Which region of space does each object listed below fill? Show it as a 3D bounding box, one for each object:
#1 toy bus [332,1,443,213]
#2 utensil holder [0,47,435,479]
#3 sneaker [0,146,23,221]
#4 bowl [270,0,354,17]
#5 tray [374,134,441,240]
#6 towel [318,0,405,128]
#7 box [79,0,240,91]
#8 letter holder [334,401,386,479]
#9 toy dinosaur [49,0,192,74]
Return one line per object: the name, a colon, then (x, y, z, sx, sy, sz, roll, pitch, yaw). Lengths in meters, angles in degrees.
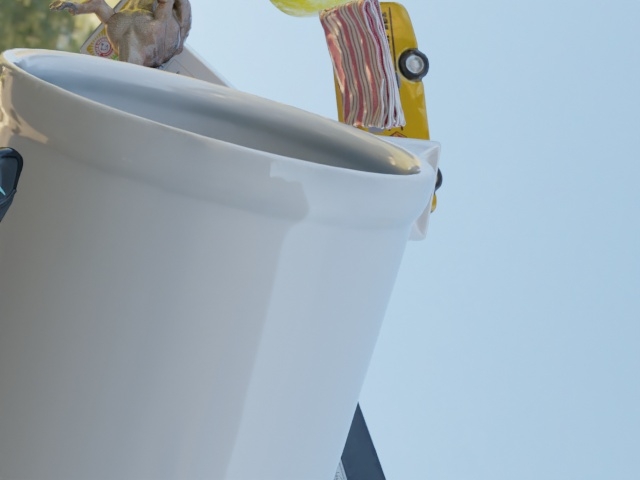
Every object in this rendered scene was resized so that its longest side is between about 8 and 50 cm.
toy bus: (0.098, -0.195, 2.170, 0.108, 0.130, 0.332, 147, -62, -73)
utensil holder: (-0.120, 0.085, 1.053, 0.327, 0.328, 0.385, 34, -68, 60)
sneaker: (-0.291, -0.082, 0.804, 0.106, 0.267, 0.101, -53, -156, -13)
bowl: (0.033, -0.508, 2.321, 0.156, 0.289, 0.289, 12, -88, 38)
tray: (0.059, -0.074, 1.921, 0.030, 0.270, 0.145, 18, -79, 43)
towel: (0.039, -0.194, 1.564, 0.197, 0.029, 0.144, -161, -122, -74)
box: (-0.210, -0.224, 1.918, 0.103, 0.203, 0.114, -48, 169, 5)
letter holder: (-0.028, 0.346, 1.905, 0.302, 0.152, 0.214, -110, -147, -42)
toy dinosaur: (-0.211, -0.258, 1.780, 0.127, 0.200, 0.295, 4, -138, 30)
